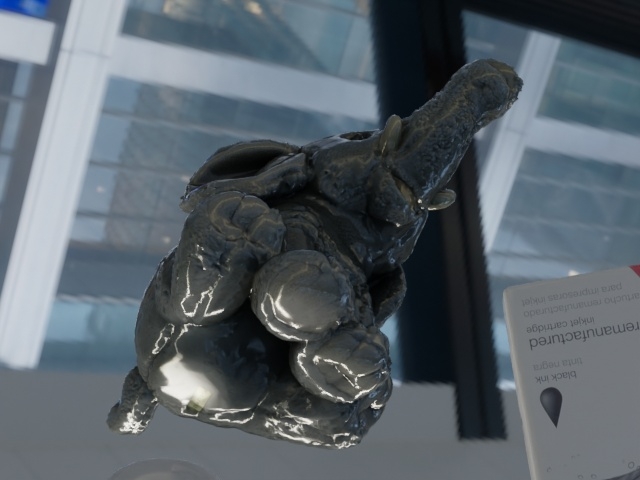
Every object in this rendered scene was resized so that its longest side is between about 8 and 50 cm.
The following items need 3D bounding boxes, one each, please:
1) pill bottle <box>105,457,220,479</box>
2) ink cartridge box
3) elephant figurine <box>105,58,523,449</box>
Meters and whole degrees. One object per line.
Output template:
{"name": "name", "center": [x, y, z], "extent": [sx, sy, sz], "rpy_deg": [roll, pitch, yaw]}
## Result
{"name": "pill bottle", "center": [-0.128, 0.278, 1.055], "extent": [0.108, 0.180, 0.108], "rpy_deg": [2, -149, -1]}
{"name": "ink cartridge box", "center": [0.261, 0.165, 0.966], "extent": [0.207, 0.283, 0.117], "rpy_deg": [-10, 163, 7]}
{"name": "elephant figurine", "center": [0.000, 0.000, 0.770], "extent": [0.186, 0.169, 0.239], "rpy_deg": [14, -139, 11]}
